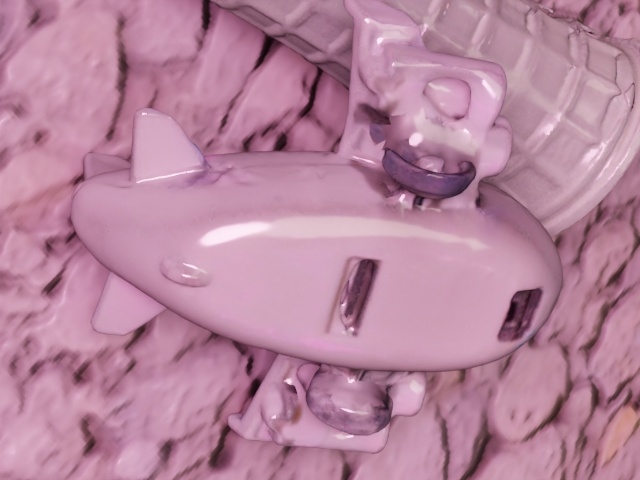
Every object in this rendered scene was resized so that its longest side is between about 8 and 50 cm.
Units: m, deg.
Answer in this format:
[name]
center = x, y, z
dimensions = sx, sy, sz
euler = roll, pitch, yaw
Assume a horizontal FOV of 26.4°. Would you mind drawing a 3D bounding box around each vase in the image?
[vase]
center = 0.036, -0.131, 0.768
dimensions = 0.299, 0.143, 0.143
euler = 32, 75, -24

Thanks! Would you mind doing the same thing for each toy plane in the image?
[toy plane]
center = 0.001, 0.003, 0.722
dimensions = 0.267, 0.122, 0.267
euler = -3, 120, -6
